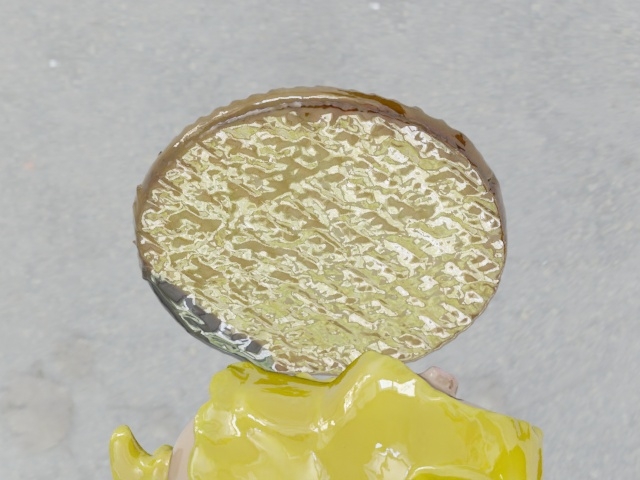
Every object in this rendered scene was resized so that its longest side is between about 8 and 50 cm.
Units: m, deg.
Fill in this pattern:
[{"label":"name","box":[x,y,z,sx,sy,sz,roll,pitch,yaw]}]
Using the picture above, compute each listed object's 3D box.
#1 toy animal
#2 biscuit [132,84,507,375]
[{"label":"toy animal","box":[0.003,0.132,0.746,0.230,0.156,0.156,2,98,21]},{"label":"biscuit","box":[0.000,0.000,1.166,0.318,0.040,0.318,1,133,1]}]
